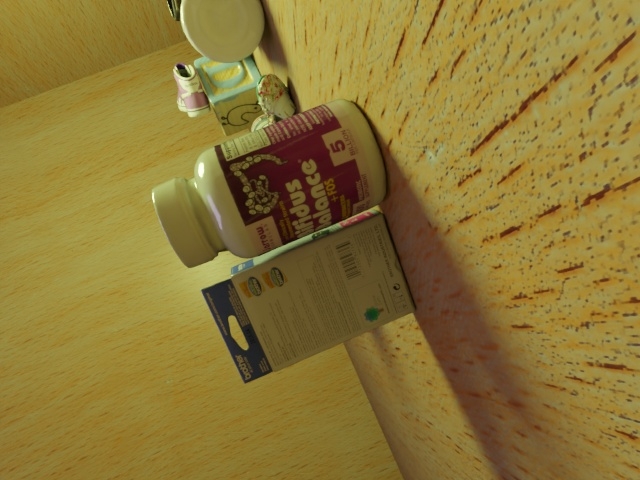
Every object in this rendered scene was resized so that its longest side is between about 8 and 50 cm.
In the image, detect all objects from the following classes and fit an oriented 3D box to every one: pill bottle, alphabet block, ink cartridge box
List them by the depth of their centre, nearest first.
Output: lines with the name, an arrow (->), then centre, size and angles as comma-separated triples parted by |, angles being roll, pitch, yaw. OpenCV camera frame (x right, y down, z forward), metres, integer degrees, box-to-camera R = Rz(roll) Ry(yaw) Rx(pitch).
pill bottle -> -0.072, -0.075, 0.615 | 0.169, 0.301, 0.169 | 157, 90, -84
ink cartridge box -> -0.016, 0.091, 0.704 | 0.065, 0.311, 0.186 | -136, 24, -72
pill bottle -> -0.245, -0.528, 1.019 | 0.318, 0.176, 0.176 | -124, 12, -59
pill bottle -> -0.144, -0.311, 1.290 | 0.180, 0.108, 0.108 | -123, 11, -56
alphabet block -> -0.296, -0.516, 1.468 | 0.197, 0.192, 0.193 | 82, 165, -71

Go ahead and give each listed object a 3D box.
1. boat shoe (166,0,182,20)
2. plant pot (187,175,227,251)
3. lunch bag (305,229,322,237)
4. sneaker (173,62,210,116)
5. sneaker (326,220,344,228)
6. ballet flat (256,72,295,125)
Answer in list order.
boat shoe -> -0.429, -0.786, 1.165 | 0.132, 0.130, 0.355 | 36, 154, 52
plant pot -> -0.248, -0.101, 1.200 | 0.323, 0.280, 0.323 | 157, 90, -81
lunch bag -> 0.026, 0.071, 1.234 | 0.279, 0.107, 0.224 | 76, 169, -58
sneaker -> -0.446, -0.523, 1.444 | 0.282, 0.102, 0.161 | 38, 149, 55
sneaker -> 0.013, -0.057, 1.070 | 0.158, 0.064, 0.061 | -154, 41, -81
ballet flat -> -0.093, -0.317, 1.051 | 0.077, 0.091, 0.241 | 34, 170, 12
